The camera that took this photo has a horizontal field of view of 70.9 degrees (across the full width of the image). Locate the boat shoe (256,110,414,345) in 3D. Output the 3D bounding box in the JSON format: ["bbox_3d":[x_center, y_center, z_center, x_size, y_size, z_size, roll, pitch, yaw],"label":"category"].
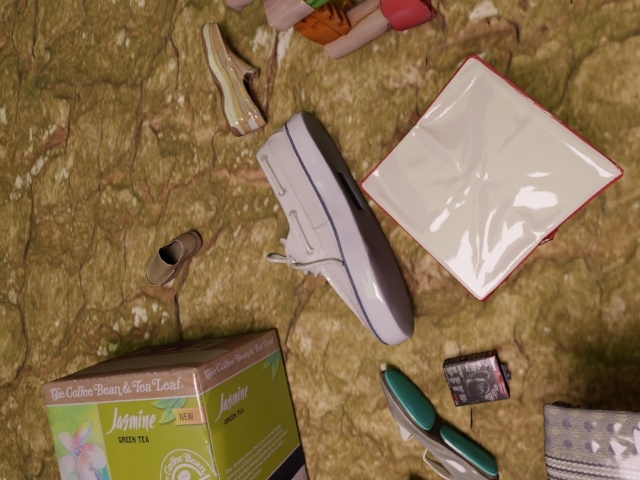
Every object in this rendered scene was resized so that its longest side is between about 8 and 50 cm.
[{"bbox_3d":[-0.005,-0.001,0.663,0.157,0.136,0.366,-31,78,23],"label":"boat shoe"}]

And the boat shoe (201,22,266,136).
[{"bbox_3d":[-0.137,-0.272,0.746,0.072,0.068,0.189,-17,97,12],"label":"boat shoe"}]

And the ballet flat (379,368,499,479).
[{"bbox_3d":[0.154,0.281,0.649,0.213,0.072,0.068,40,113,16],"label":"ballet flat"}]

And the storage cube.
[{"bbox_3d":[0.193,-0.069,0.538,0.215,0.193,0.183,46,110,13],"label":"storage cube"}]

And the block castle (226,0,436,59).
[{"bbox_3d":[-0.028,-0.413,0.475,0.213,0.453,0.302,-19,85,31],"label":"block castle"}]

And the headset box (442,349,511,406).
[{"bbox_3d":[0.222,0.193,0.632,0.083,0.032,0.062,-20,86,23],"label":"headset box"}]

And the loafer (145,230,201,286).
[{"bbox_3d":[-0.284,0.034,0.836,0.148,0.050,0.056,-44,76,20],"label":"loafer"}]

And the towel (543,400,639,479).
[{"bbox_3d":[0.346,0.279,0.315,0.325,0.056,0.311,-8,82,36],"label":"towel"}]

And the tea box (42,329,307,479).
[{"bbox_3d":[-0.229,0.341,0.742,0.329,0.220,0.323,-14,88,25],"label":"tea box"}]
